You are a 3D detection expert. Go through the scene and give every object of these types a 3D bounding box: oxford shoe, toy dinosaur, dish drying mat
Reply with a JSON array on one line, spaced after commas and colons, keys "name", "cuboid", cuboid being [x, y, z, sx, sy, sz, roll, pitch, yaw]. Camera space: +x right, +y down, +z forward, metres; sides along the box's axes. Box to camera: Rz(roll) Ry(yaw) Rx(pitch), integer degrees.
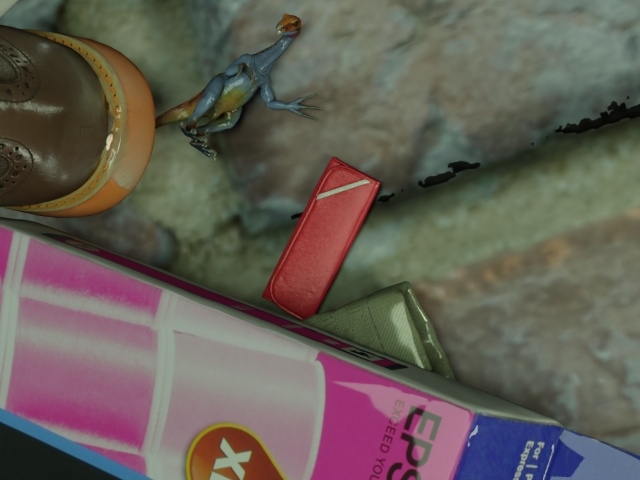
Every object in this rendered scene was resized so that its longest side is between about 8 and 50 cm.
[{"name": "oxford shoe", "cuboid": [-0.275, -0.079, 0.694, 0.363, 0.132, 0.130, 2, 90, 25]}, {"name": "toy dinosaur", "cuboid": [-0.045, -0.086, 0.665, 0.090, 0.047, 0.082, 25, 79, 29]}, {"name": "dish drying mat", "cuboid": [0.000, 0.000, 0.661, 0.032, 0.008, 0.083, 30, 98, 18]}]

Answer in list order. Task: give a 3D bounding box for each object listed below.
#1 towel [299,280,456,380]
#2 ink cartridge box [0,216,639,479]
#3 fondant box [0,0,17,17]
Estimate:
[{"name": "towel", "cuboid": [-0.029, 0.220, 0.652, 0.324, 0.056, 0.312, -25, 77, 20]}, {"name": "ink cartridge box", "cuboid": [-0.036, 0.124, 0.600, 0.371, 0.069, 0.176, 19, 94, 20]}, {"name": "fondant box", "cuboid": [-0.168, -0.313, 0.644, 0.238, 0.096, 0.330, -38, 63, 16]}]
